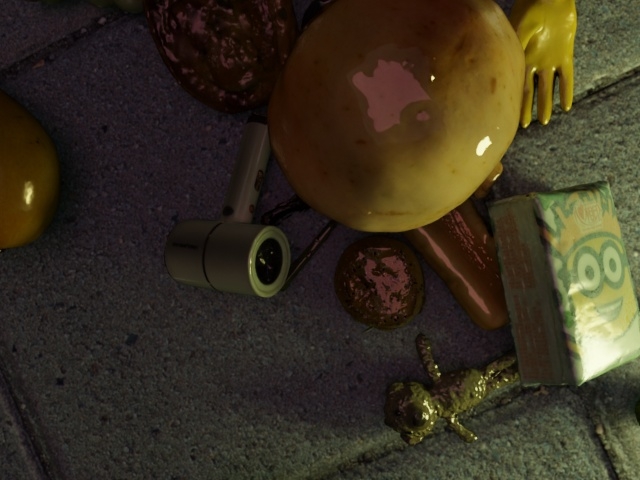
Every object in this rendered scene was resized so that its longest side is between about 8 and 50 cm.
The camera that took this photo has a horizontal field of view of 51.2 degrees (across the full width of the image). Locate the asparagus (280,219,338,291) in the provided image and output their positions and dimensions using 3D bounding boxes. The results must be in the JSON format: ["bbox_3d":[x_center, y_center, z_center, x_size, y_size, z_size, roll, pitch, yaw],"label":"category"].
[{"bbox_3d":[0.000,0.000,1.263,0.025,0.024,0.248,41,93,-2],"label":"asparagus"}]

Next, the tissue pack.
[{"bbox_3d":[0.415,0.067,1.119,0.228,0.128,0.310,-10,87,-39],"label":"tissue pack"}]

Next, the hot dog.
[{"bbox_3d":[-0.171,-0.425,1.190,0.267,0.174,0.387,-15,95,17],"label":"hot dog"}]

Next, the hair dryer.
[{"bbox_3d":[-0.140,-0.083,1.224,0.203,0.128,0.361,6,75,32],"label":"hair dryer"}]

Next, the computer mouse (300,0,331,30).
[{"bbox_3d":[0.100,-0.385,1.197,0.269,0.100,0.170,-8,130,3],"label":"computer mouse"}]

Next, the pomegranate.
[{"bbox_3d":[0.129,-0.202,1.037,0.412,0.411,0.411,0,90,6],"label":"pomegranate"}]

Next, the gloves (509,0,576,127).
[{"bbox_3d":[0.395,-0.346,1.188,0.133,0.116,0.294,8,98,13],"label":"gloves"}]

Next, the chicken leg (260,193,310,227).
[{"bbox_3d":[-0.018,-0.114,1.253,0.106,0.051,0.253,35,95,11],"label":"chicken leg"}]

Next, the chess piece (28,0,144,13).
[{"bbox_3d":[-0.429,-0.499,1.260,0.251,0.144,0.144,11,92,-1],"label":"chess piece"}]

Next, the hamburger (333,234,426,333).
[{"bbox_3d":[0.109,0.085,1.208,0.177,0.113,0.185,21,92,5],"label":"hamburger"}]

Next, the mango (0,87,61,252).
[{"bbox_3d":[-0.671,-0.166,1.237,0.300,0.232,0.445,-43,80,9],"label":"mango"}]

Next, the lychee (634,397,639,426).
[{"bbox_3d":[0.623,0.296,1.154,0.147,0.114,0.114,-17,88,25],"label":"lychee"}]

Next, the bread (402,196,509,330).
[{"bbox_3d":[0.255,0.020,1.200,0.142,0.091,0.305,-36,87,-5],"label":"bread"}]

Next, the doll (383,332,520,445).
[{"bbox_3d":[0.259,0.280,1.215,0.286,0.091,0.202,2,102,-4],"label":"doll"}]
